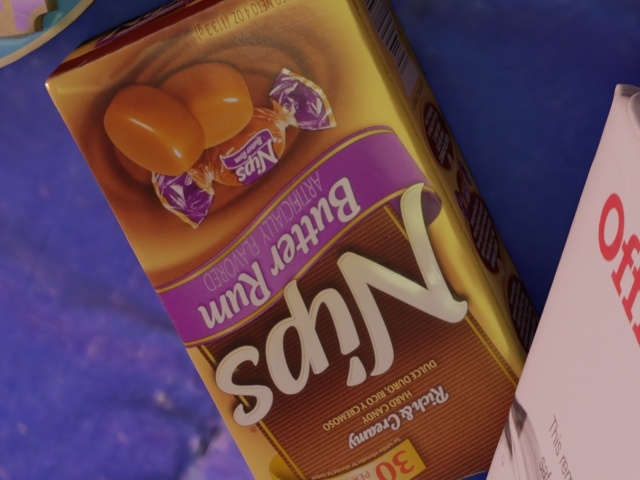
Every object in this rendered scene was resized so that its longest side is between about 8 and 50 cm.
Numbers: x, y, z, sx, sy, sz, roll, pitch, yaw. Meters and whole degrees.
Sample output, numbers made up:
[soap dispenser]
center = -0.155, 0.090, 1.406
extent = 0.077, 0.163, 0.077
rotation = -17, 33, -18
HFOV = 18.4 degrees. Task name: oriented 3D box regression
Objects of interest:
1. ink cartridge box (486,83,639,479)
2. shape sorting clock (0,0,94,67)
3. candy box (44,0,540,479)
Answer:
[ink cartridge box]
center = 0.127, 0.144, 0.578
extent = 0.129, 0.223, 0.307
rotation = 6, 124, -13
[shape sorting clock]
center = -0.151, -0.150, 0.651
extent = 0.206, 0.040, 0.206
rotation = 4, 112, 9
[candy box]
center = 0.000, 0.000, 0.675
extent = 0.109, 0.053, 0.187
rotation = -22, 107, 17
